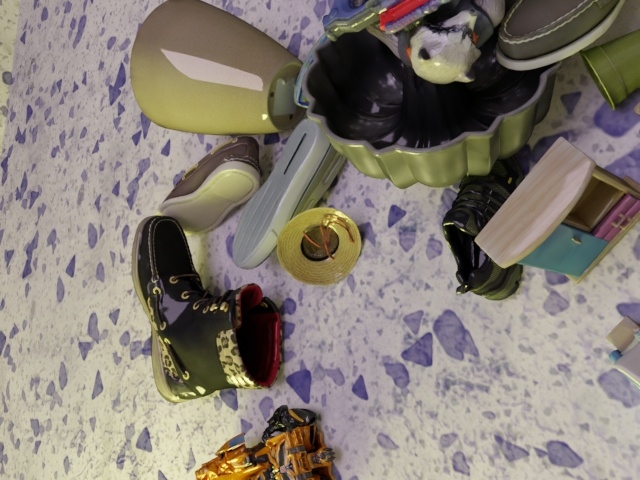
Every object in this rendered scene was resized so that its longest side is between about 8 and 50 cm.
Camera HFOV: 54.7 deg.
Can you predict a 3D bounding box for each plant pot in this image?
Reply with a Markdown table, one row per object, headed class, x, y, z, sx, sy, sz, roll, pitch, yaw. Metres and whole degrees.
| class | x | y | z | sx | sy | sz | roll | pitch | yaw |
| --- | --- | --- | --- | --- | --- | --- | --- | --- | --- |
| plant pot | -0.162 | -0.296 | 1.150 | 0.274 | 0.256 | 0.256 | 24 | 100 | 30 |
| plant pot | 0.362 | -0.210 | 0.727 | 0.079 | 0.083 | 0.083 | -30 | 63 | 24 |

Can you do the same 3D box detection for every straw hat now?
| class | x | y | z | sx | sy | sz | roll | pitch | yaw |
| --- | --- | --- | --- | --- | --- | --- | --- | --- | --- |
| straw hat | 0.000 | 0.000 | 1.038 | 0.144 | 0.144 | 0.061 | -56 | 12 | 21 |

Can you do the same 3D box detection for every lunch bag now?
| class | x | y | z | sx | sy | sz | roll | pitch | yaw |
| --- | --- | --- | --- | --- | --- | --- | --- | --- | --- |
| lunch bag | 0.016 | -0.288 | 1.024 | 0.129 | 0.096 | 0.151 | -119 | 43 | -76 |

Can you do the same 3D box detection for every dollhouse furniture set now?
| class | x | y | z | sx | sy | sz | roll | pitch | yaw |
| --- | --- | --- | --- | --- | --- | --- | --- | --- | --- |
| dollhouse furniture set | 0.365 | 0.022 | 0.593 | 0.286 | 0.198 | 0.303 | -55 | 51 | 22 |

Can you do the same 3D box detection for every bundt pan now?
| class | x | y | z | sx | sy | sz | roll | pitch | yaw |
| --- | --- | --- | --- | --- | --- | --- | --- | --- | --- |
| bundt pan | 0.148 | -0.198 | 0.822 | 0.331 | 0.124 | 0.331 | -10 | 53 | 13 |

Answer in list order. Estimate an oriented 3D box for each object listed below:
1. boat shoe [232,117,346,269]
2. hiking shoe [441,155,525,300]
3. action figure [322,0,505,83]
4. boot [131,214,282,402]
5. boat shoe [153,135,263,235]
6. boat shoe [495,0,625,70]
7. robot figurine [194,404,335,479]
| class | x | y | z | sx | sy | sz | roll | pitch | yaw |
| --- | --- | --- | --- | --- | --- | --- | --- | --- | --- |
| boat shoe | -0.050 | -0.066 | 1.078 | 0.302 | 0.094 | 0.109 | -56 | 41 | 21 |
| hiking shoe | 0.211 | -0.038 | 0.809 | 0.086 | 0.114 | 0.227 | -13 | 74 | 41 |
| action figure | 0.186 | -0.318 | 0.710 | 0.341 | 0.178 | 0.330 | -8 | 54 | 46 |
| boot | -0.218 | 0.117 | 1.167 | 0.284 | 0.138 | 0.377 | -13 | 82 | 42 |
| boat shoe | -0.230 | -0.104 | 1.251 | 0.324 | 0.116 | 0.097 | -28 | 46 | 43 |
| boat shoe | 0.314 | -0.314 | 0.691 | 0.305 | 0.091 | 0.109 | -40 | 53 | 0 |
| robot figurine | -0.090 | 0.405 | 1.041 | 0.291 | 0.085 | 0.211 | -37 | 60 | 34 |
